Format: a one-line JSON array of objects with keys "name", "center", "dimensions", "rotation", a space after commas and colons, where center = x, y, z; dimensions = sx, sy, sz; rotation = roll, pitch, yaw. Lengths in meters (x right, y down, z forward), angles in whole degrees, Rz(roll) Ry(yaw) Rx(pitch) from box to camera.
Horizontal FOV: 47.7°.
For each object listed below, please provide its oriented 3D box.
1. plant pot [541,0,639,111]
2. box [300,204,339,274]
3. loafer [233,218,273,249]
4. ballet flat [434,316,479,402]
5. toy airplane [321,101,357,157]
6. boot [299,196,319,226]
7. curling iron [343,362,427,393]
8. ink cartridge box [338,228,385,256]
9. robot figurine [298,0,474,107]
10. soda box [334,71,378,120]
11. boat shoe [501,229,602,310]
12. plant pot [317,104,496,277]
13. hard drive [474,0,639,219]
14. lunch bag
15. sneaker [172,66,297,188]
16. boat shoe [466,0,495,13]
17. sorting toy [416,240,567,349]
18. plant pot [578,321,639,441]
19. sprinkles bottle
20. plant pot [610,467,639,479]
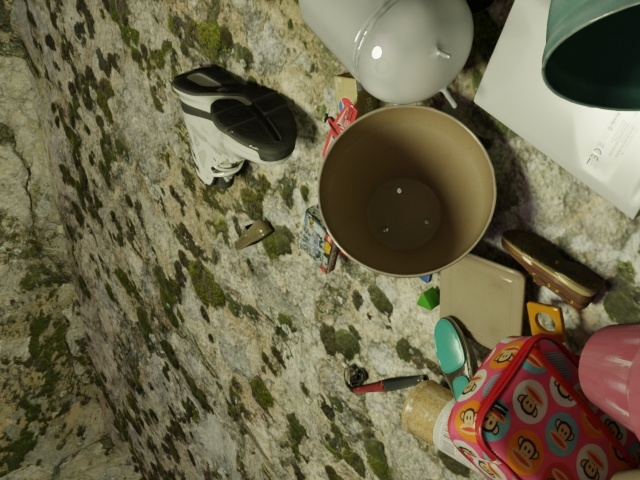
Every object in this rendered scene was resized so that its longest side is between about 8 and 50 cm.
[{"name": "plant pot", "center": [0.389, -0.285, 0.782], "dimensions": [0.293, 0.293, 0.196], "rotation": [-14, 71, 55]}, {"name": "box", "center": [0.000, 0.000, 1.538], "dimensions": [0.094, 0.027, 0.137], "rotation": [46, 151, 23]}, {"name": "loafer", "center": [-0.173, -0.017, 1.837], "dimensions": [0.148, 0.056, 0.050], "rotation": [-26, 87, 45]}, {"name": "ballet flat", "center": [0.266, 0.244, 1.332], "dimensions": [0.072, 0.068, 0.213], "rotation": [-34, 61, 39]}, {"name": "toy airplane", "center": [0.056, -0.187, 1.356], "dimensions": [0.151, 0.028, 0.151], "rotation": [30, 133, 39]}, {"name": "boot", "center": [0.023, -0.053, 1.554], "dimensions": [0.086, 0.069, 0.190], "rotation": [53, 151, 7]}, {"name": "curling iron", "center": [0.138, 0.314, 1.625], "dimensions": [0.274, 0.035, 0.068], "rotation": [-13, 99, 55]}, {"name": "ink cartridge box", "center": [0.081, -0.029, 1.489], "dimensions": [0.099, 0.056, 0.135], "rotation": [34, 134, 39]}, {"name": "robot figurine", "center": [0.101, -0.354, 1.139], "dimensions": [0.199, 0.300, 0.353], "rotation": [-41, 62, 8]}, {"name": "soda box", "center": [0.072, -0.228, 1.387], "dimensions": [0.061, 0.058, 0.181], "rotation": [22, 125, 45]}, {"name": "boat shoe", "center": [0.359, 0.047, 1.159], "dimensions": [0.178, 0.064, 0.060], "rotation": [39, 135, 30]}, {"name": "plant pot", "center": [0.146, -0.066, 1.243], "dimensions": [0.284, 0.284, 0.191], "rotation": [58, 180, 12]}, {"name": "hard drive", "center": [0.372, -0.200, 1.024], "dimensions": [0.307, 0.040, 0.203], "rotation": [45, 140, 28]}, {"name": "lunch bag", "center": [0.363, 0.294, 1.135], "dimensions": [0.293, 0.258, 0.120], "rotation": [47, 155, -10]}, {"name": "sneaker", "center": [-0.182, -0.218, 1.676], "dimensions": [0.447, 0.169, 0.258], "rotation": [40, 146, 45]}, {"name": "boat shoe", "center": [0.251, -0.383, 1.081], "dimensions": [0.133, 0.042, 0.049], "rotation": [-31, 86, 56]}, {"name": "sorting toy", "center": [0.294, 0.104, 1.296], "dimensions": [0.347, 0.047, 0.196], "rotation": [25, 132, 44]}, {"name": "plant pot", "center": [0.469, 0.193, 1.003], "dimensions": [0.180, 0.201, 0.201], "rotation": [8, 116, 67]}, {"name": "sprinkles bottle", "center": [0.316, 0.379, 1.353], "dimensions": [0.355, 0.121, 0.121], "rotation": [21, 125, 46]}, {"name": "plant pot", "center": [0.571, 0.404, 0.957], "dimensions": [0.274, 0.256, 0.257], "rotation": [-33, 82, 39]}]
